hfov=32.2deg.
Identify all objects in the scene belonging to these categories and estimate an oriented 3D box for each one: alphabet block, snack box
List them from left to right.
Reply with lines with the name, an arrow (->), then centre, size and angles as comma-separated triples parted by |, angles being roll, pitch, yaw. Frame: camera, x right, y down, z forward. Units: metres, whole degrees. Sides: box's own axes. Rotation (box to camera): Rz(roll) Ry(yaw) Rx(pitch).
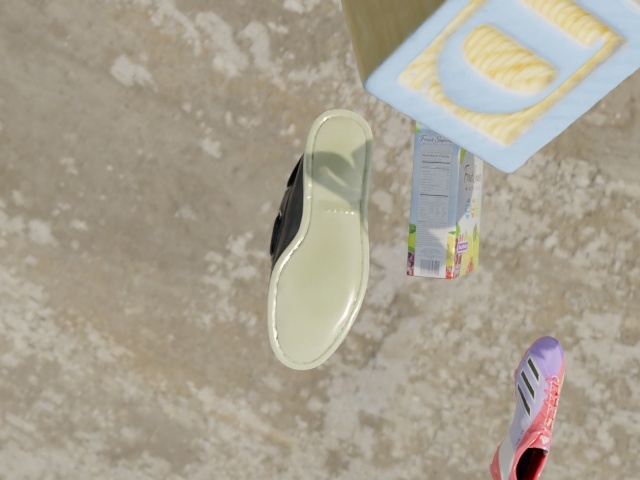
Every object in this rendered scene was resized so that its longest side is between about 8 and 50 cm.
snack box -> 0.173, -0.057, 1.500 | 0.070, 0.174, 0.207 | 3, 95, 18
alphabet block -> 0.146, -0.214, 0.955 | 0.192, 0.197, 0.193 | 27, 127, -34

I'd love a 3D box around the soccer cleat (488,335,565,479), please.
soccer cleat -> 0.329, 0.270, 1.686 | 0.083, 0.248, 0.095 | 20, 179, -24

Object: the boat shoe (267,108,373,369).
boat shoe -> -0.004, -0.001, 1.474 | 0.127, 0.113, 0.340 | 5, 90, -8
